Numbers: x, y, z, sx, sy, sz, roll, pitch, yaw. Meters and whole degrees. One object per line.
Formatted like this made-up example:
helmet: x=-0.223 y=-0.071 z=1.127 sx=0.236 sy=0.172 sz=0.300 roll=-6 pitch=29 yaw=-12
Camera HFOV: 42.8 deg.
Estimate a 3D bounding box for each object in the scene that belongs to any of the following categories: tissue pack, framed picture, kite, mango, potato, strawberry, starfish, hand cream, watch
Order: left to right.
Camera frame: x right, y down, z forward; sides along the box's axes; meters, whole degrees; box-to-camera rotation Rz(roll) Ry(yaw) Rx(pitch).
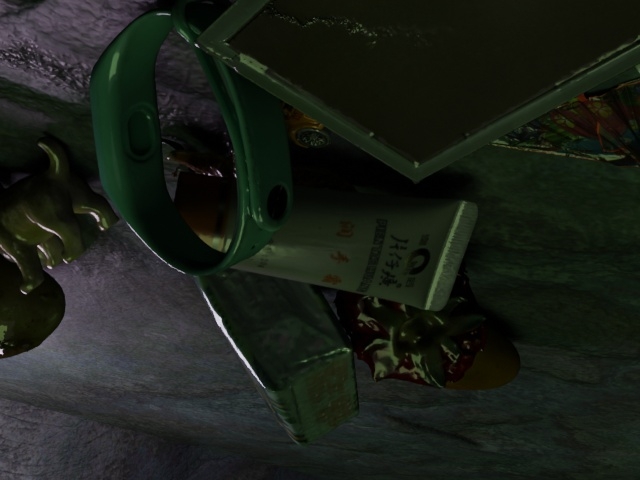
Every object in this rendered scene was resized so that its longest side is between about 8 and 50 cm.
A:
potato: x=-0.547 y=0.099 z=1.289 sx=0.307 sy=0.173 sz=0.210 roll=4 pitch=153 yaw=20
watch: x=-0.114 y=-0.089 z=0.694 sx=0.195 sy=0.237 sz=0.068 roll=13 pitch=-156 yaw=35
starfish: x=-0.046 y=-0.066 z=0.889 sx=0.138 sy=0.050 sz=0.247 roll=-10 pitch=155 yaw=37
tissue pack: x=-0.053 y=0.124 z=1.075 sx=0.128 sy=0.228 sz=0.311 roll=-30 pitch=156 yaw=-8
hand cream: x=0.000 y=0.000 z=0.852 sx=0.314 sy=0.089 sz=0.140 roll=6 pitch=119 yaw=-10
strawberry: x=0.104 y=0.079 z=1.012 sx=0.186 sy=0.185 sz=0.201 roll=12 pitch=-175 yaw=-14
framed picture: x=0.086 y=-0.148 z=0.545 sx=0.231 sy=0.018 sz=0.293 roll=28 pitch=144 yaw=-30
mango: x=0.201 y=0.165 z=1.211 sx=0.253 sy=0.113 sz=0.138 roll=21 pitch=150 yaw=-38
kite: x=0.239 y=-0.104 z=0.732 sx=0.241 sy=0.014 sz=0.183 roll=-10 pitch=148 yaw=40

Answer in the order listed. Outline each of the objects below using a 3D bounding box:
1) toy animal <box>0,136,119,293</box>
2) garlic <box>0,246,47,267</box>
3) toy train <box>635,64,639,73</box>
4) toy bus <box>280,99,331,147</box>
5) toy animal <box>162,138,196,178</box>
toy animal: x=-0.369 y=-0.026 z=1.007 sx=0.233 sy=0.121 sz=0.169 roll=-15 pitch=114 yaw=30
garlic: x=-0.393 y=0.001 z=1.135 sx=0.113 sy=0.074 sz=0.094 roll=-19 pitch=135 yaw=21
toy train: x=0.315 y=-0.152 z=0.513 sx=0.157 sy=0.105 sz=0.253 roll=29 pitch=153 yaw=-5
toy bus: x=-0.002 y=-0.144 z=0.672 sx=0.074 sy=0.070 sz=0.162 roll=18 pitch=153 yaw=-14
toy animal: x=-0.149 y=-0.080 z=0.900 sx=0.028 sy=0.050 sz=0.084 roll=-26 pitch=143 yaw=25
